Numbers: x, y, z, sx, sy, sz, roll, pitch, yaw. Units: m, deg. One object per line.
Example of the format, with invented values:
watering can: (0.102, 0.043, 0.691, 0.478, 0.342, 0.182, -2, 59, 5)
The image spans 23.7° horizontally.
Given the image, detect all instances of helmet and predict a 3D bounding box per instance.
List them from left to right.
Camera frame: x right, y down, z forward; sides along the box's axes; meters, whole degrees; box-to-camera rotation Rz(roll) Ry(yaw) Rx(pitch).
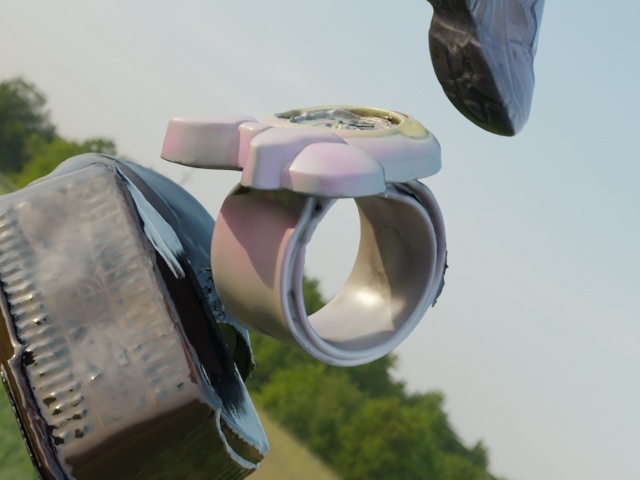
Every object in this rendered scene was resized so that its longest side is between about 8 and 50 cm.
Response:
helmet: (-0.195, 0.029, 1.558, 0.225, 0.177, 0.305, -24, -45, 37)

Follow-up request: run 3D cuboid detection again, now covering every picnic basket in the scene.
picnic basket: (-0.146, 0.084, 1.145, 0.297, 0.129, 0.222, 64, 5, 31)

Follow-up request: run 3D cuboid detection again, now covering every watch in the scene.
watch: (0.000, 0.000, 1.315, 0.248, 0.217, 0.211, -10, 19, -41)

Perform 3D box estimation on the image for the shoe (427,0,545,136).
shoe: (0.178, -0.225, 1.493, 0.095, 0.138, 0.245, 27, -38, 52)
